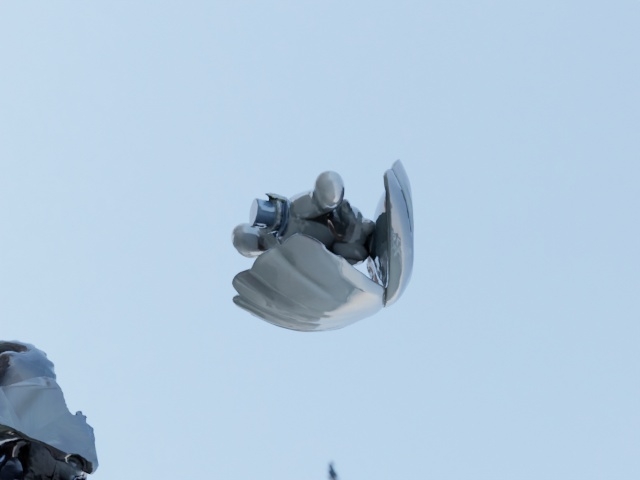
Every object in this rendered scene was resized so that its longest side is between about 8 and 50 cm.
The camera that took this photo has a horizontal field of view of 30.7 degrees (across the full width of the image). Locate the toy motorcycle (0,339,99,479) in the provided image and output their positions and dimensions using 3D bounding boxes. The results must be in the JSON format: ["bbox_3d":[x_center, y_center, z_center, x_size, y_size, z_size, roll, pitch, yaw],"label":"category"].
[{"bbox_3d":[-0.258,0.186,0.929,0.270,0.159,0.106,58,-41,38],"label":"toy motorcycle"}]

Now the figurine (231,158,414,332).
[{"bbox_3d":[0.000,0.000,0.549,0.086,0.094,0.082,1,-118,-3],"label":"figurine"}]
